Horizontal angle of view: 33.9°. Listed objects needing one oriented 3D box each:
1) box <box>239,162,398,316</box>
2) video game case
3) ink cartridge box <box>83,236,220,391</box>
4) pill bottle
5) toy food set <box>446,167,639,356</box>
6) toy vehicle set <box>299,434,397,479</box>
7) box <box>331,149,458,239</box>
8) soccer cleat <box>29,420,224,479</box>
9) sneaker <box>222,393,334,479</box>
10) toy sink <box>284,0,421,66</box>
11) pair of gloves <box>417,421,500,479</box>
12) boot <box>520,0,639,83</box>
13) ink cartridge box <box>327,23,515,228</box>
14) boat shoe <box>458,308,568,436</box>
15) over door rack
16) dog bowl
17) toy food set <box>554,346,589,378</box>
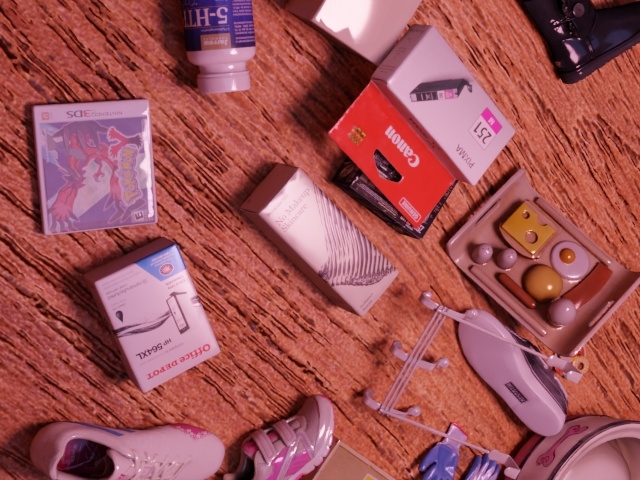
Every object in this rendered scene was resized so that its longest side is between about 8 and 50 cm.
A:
[{"bbox_3d":[0.000,0.000,1.793,0.275,0.094,0.113,44,79,-25],"label":"box"},{"bbox_3d":[-0.352,-0.117,1.646,0.183,0.023,0.201,-7,102,-24],"label":"video game case"},{"bbox_3d":[-0.269,0.118,1.690,0.148,0.086,0.203,-27,108,-19],"label":"ink cartridge box"},{"bbox_3d":[-0.159,-0.329,1.653,0.112,0.112,0.187,-10,102,-24],"label":"pill bottle"},{"bbox_3d":[0.415,0.037,1.935,0.306,0.092,0.220,43,77,9],"label":"toy food set"},{"bbox_3d":[0.072,0.497,1.942,0.267,0.035,0.166,40,81,-25],"label":"toy vehicle set"},{"bbox_3d":[0.136,-0.111,1.848,0.180,0.077,0.147,35,83,-26],"label":"box"},{"bbox_3d":[-0.297,0.359,1.684,0.331,0.143,0.116,8,95,-27],"label":"soccer cleat"},{"bbox_3d":[-0.073,0.367,1.815,0.111,0.103,0.252,40,80,-27],"label":"sneaker"},{"bbox_3d":[0.077,-0.432,1.720,0.152,0.131,0.234,28,98,-31],"label":"toy sink"},{"bbox_3d":[0.272,0.457,2.023,0.198,0.023,0.159,42,69,-24],"label":"pair of gloves"},{"bbox_3d":[0.506,-0.440,1.960,0.246,0.094,0.207,-36,115,-10],"label":"boot"},{"bbox_3d":[0.175,-0.182,1.756,0.239,0.060,0.275,-52,124,-9],"label":"ink cartridge box"},{"bbox_3d":[0.379,0.235,2.015,0.301,0.108,0.102,49,44,-11],"label":"boat shoe"},{"bbox_3d":[0.268,0.258,1.913,0.324,0.108,0.240,27,103,-7],"label":"over door rack"},{"bbox_3d":[0.530,0.530,2.089,0.408,0.150,0.408,-7,105,-29],"label":"dog bowl"},{"bbox_3d":[0.504,0.238,2.113,0.082,0.020,0.083,-11,104,-23],"label":"toy food set"}]
